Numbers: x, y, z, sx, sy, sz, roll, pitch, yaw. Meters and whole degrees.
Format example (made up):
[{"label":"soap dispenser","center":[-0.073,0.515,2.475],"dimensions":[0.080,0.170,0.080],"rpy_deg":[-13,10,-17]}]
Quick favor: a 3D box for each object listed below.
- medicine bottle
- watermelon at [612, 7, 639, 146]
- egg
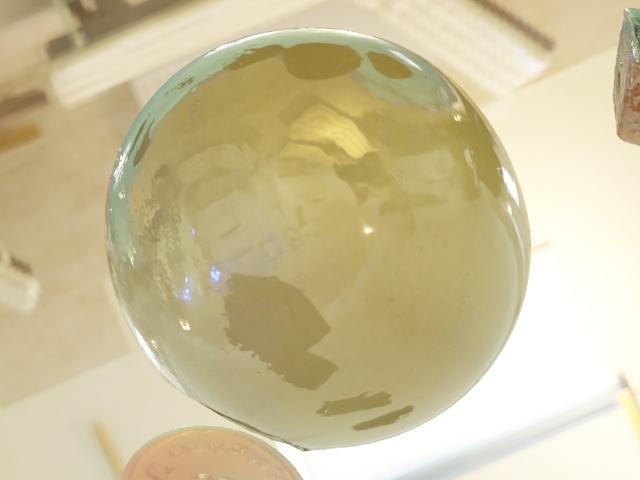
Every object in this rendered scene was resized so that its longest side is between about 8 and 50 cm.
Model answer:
[{"label":"medicine bottle","center":[-0.102,0.274,1.344],"dimensions":[0.152,0.152,0.254],"rpy_deg":[-21,145,-35]},{"label":"watermelon","center":[0.190,-0.082,0.942],"dimensions":[0.084,0.072,0.092],"rpy_deg":[26,-172,36]},{"label":"egg","center":[0.000,0.000,0.921],"dimensions":[0.219,0.219,0.269],"rpy_deg":[-24,150,11]}]
